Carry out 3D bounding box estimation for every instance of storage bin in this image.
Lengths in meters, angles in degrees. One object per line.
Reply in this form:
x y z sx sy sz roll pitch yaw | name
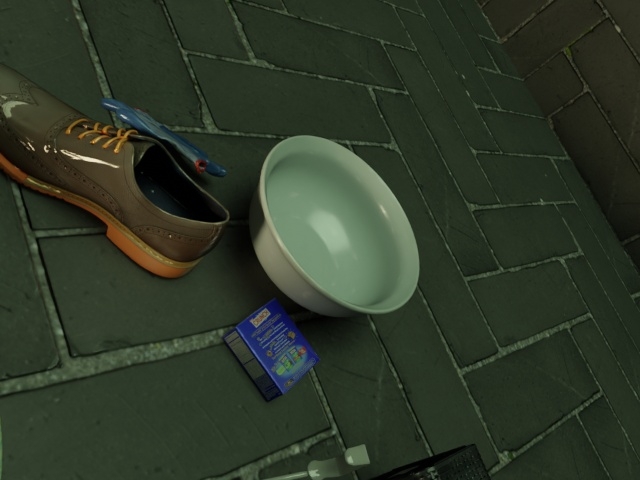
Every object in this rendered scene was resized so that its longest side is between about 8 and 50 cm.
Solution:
0.115 0.326 0.749 0.122 0.180 0.084 -2 63 -46 | storage bin

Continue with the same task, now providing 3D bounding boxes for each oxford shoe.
-0.267 -0.108 0.733 0.364 0.133 0.130 38 42 -18 | oxford shoe

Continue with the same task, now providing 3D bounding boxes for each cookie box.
-0.065 0.145 0.816 0.107 0.040 0.092 55 39 2 | cookie box

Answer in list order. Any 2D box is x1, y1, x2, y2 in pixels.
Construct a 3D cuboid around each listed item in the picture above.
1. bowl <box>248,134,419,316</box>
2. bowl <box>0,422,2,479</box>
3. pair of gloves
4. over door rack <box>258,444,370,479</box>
0.000 0.000 0.916 0.298 0.134 0.297 26 45 -29 | bowl
-0.358 0.181 0.383 0.156 0.289 0.289 1 50 5 | bowl
-0.207 -0.136 0.830 0.159 0.023 0.198 36 3 2 | pair of gloves
-0.086 0.351 0.567 0.325 0.108 0.239 -4 62 -23 | over door rack
